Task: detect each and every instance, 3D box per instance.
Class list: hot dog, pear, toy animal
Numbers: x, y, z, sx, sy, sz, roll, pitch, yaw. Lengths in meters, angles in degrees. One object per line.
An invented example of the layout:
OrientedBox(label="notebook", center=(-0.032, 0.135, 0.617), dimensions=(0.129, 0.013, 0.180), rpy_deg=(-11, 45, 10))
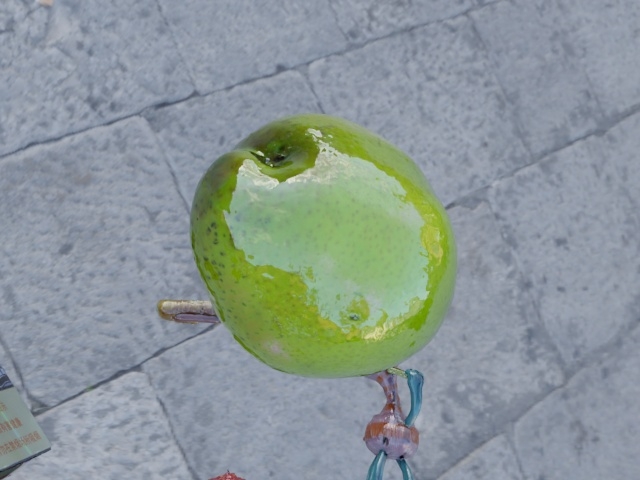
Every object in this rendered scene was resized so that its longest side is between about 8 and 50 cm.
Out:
OrientedBox(label="hot dog", center=(-0.273, 0.171, 1.922), dimensions=(0.215, 0.066, 0.047), rpy_deg=(6, 49, -19))
OrientedBox(label="pear", center=(0.000, 0.000, 0.591), dimensions=(0.219, 0.187, 0.187), rpy_deg=(40, 59, -39))
OrientedBox(label="toy animal", center=(0.085, 0.208, 1.012), dimensions=(0.100, 0.103, 0.208), rpy_deg=(15, 65, -38))

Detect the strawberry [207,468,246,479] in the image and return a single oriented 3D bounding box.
OrientedBox(label="strawberry", center=(-0.144, 0.430, 1.277), dimensions=(0.086, 0.145, 0.145), rpy_deg=(-21, 90, -31))

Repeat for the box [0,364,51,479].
OrientedBox(label="box", center=(-0.536, 0.210, 1.200), dimensions=(0.084, 0.198, 0.310), rpy_deg=(-34, 84, 0))
